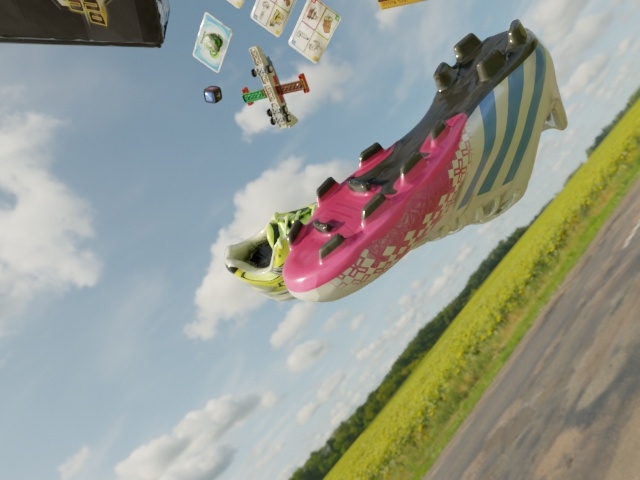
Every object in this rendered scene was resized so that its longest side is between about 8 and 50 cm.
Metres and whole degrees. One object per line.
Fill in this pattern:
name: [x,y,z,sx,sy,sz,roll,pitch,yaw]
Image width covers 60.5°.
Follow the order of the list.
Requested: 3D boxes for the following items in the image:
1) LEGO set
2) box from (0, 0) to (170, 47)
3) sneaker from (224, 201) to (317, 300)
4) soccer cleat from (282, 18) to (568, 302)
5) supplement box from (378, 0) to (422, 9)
LEGO set: [-0.087,-0.275,0.796,0.244,0.182,0.060,-55,-1,43]
box: [-0.287,-0.293,0.417,0.293,0.073,0.295,-1,-36,-5]
sneaker: [0.000,0.000,0.909,0.384,0.145,0.147,-31,-33,31]
soccer cleat: [0.113,-0.047,0.479,0.331,0.143,0.116,-47,26,-17]
supplement box: [0.197,-0.626,1.160,0.194,0.191,0.129,51,-131,-48]
